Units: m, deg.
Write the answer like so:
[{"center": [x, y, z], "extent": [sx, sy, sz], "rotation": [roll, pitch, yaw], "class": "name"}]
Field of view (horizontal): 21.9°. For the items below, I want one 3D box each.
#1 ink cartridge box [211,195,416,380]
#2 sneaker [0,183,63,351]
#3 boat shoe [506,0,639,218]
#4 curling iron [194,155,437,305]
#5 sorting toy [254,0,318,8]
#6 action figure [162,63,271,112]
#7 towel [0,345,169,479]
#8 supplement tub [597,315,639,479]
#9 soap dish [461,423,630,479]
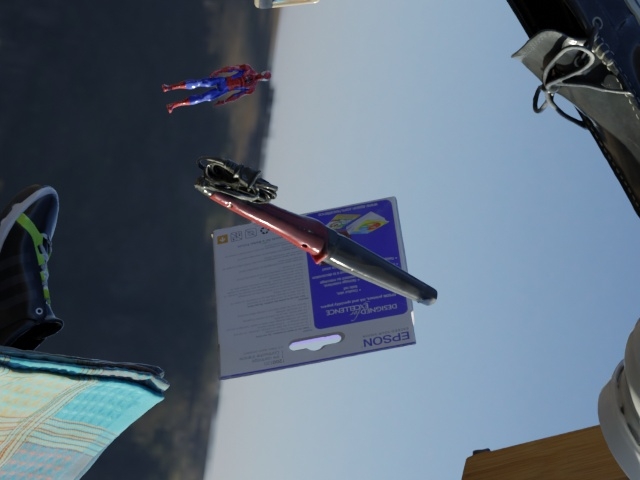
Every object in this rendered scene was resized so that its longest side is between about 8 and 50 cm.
[{"center": [-0.009, 0.058, 1.724], "extent": [0.045, 0.206, 0.208], "rotation": [74, 8, -47], "class": "ink cartridge box"}, {"center": [-0.289, 0.060, 1.627], "extent": [0.084, 0.097, 0.235], "rotation": [74, 34, -67], "class": "sneaker"}, {"center": [0.306, -0.220, 1.930], "extent": [0.500, 0.156, 0.187], "rotation": [66, -17, 2], "class": "boat shoe"}, {"center": [0.000, 0.000, 1.453], "extent": [0.068, 0.274, 0.035], "rotation": [8, -110, 56], "class": "curling iron"}, {"center": [-0.026, -0.239, 1.401], "extent": [0.012, 0.062, 0.083], "rotation": [33, -53, 54], "class": "sorting toy"}, {"center": [-0.108, -0.163, 1.760], "extent": [0.030, 0.115, 0.038], "rotation": [-135, -150, -77], "class": "action figure"}, {"center": [-0.326, 0.206, 1.571], "extent": [0.271, 0.040, 0.370], "rotation": [-46, 156, 12], "class": "towel"}, {"center": [0.427, 0.098, 1.510], "extent": [0.325, 0.235, 0.235], "rotation": [-54, -159, 35], "class": "supplement tub"}, {"center": [0.334, 0.294, 2.063], "extent": [0.229, 0.291, 0.118], "rotation": [12, 64, -59], "class": "soap dish"}]
